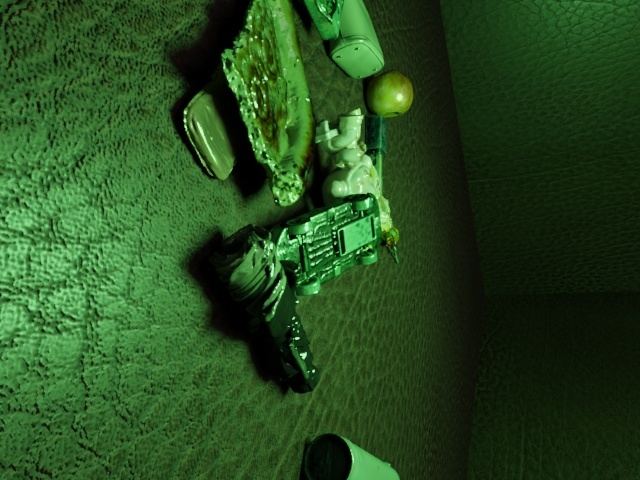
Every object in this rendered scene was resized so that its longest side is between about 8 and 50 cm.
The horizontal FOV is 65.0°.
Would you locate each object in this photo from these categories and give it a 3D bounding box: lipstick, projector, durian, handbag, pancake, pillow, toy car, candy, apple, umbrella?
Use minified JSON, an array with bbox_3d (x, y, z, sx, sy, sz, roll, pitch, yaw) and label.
[{"bbox_3d":[0.158,-0.203,1.439,0.051,0.051,0.313,30,60,-63],"label":"lipstick"},{"bbox_3d":[0.077,0.497,1.064,0.337,0.108,0.108,53,40,-50],"label":"projector"},{"bbox_3d":[0.120,-0.112,1.317,0.140,0.078,0.225,9,66,-53],"label":"durian"},{"bbox_3d":[0.063,-0.594,1.300,0.241,0.109,0.316,12,62,-66],"label":"handbag"},{"bbox_3d":[-0.072,-0.285,0.878,0.305,0.066,0.427,63,24,-51],"label":"pancake"},{"bbox_3d":[-0.147,-0.199,0.787,0.211,0.034,0.135,-69,151,-41],"label":"pillow"},{"bbox_3d":[-0.032,-0.575,1.027,0.321,0.097,0.142,52,41,-52],"label":"toy car"},{"bbox_3d":[0.000,0.000,0.966,0.305,0.125,0.136,-24,114,-41],"label":"toy car"},{"bbox_3d":[0.226,0.023,1.565,0.201,0.060,0.061,62,32,-55],"label":"candy"},{"bbox_3d":[0.205,-0.435,1.483,0.146,0.146,0.147,-5,90,-66],"label":"apple"},{"bbox_3d":[-0.063,0.133,0.819,0.113,0.106,0.358,-48,134,-33],"label":"umbrella"}]

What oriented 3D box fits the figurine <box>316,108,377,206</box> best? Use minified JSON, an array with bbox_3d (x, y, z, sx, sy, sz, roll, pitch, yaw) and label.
[{"bbox_3d":[0.048,-0.144,1.102,0.182,0.144,0.257,-85,161,-73],"label":"figurine"}]
